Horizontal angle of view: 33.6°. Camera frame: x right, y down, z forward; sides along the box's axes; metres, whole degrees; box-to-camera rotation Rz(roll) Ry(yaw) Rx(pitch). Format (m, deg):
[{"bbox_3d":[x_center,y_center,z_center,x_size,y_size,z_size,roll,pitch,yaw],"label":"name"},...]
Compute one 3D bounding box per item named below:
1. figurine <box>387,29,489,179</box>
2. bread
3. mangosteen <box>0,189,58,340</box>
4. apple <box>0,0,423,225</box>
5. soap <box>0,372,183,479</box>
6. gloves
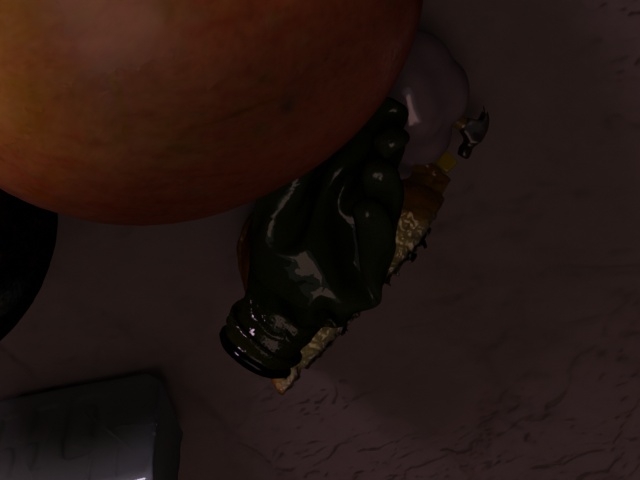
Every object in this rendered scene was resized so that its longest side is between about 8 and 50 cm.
[{"bbox_3d":[0.039,-0.120,0.911,0.229,0.137,0.112,-4,167,-7],"label":"figurine"},{"bbox_3d":[-0.006,0.011,0.986,0.134,0.129,0.260,35,110,-10],"label":"bread"},{"bbox_3d":[-0.372,-0.025,0.839,0.330,0.330,0.330,-2,124,-3],"label":"mangosteen"},{"bbox_3d":[-0.126,-0.182,0.695,0.364,0.364,0.364,-2,124,-3],"label":"apple"},{"bbox_3d":[-0.293,0.240,1.096,0.290,0.173,0.095,-11,123,5],"label":"soap"},{"bbox_3d":[0.003,-0.002,0.862,0.135,0.107,0.268,35,123,4],"label":"gloves"}]
